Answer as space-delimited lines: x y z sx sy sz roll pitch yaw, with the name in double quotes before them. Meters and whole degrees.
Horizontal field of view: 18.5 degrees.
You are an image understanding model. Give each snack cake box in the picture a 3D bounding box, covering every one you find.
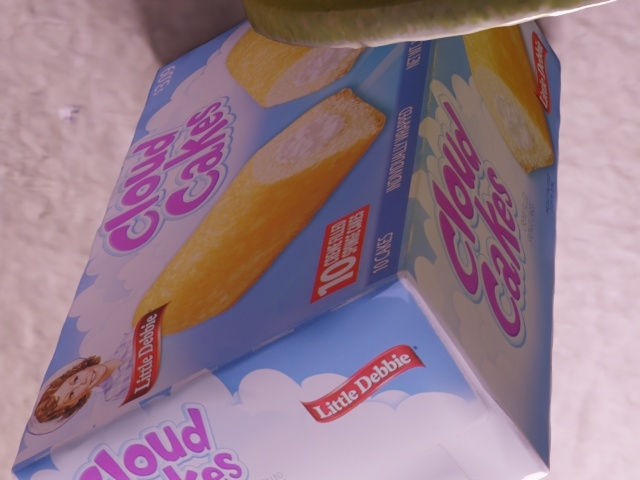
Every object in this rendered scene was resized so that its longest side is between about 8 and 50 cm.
"snack cake box" 0.000 0.000 0.703 0.152 0.264 0.089 -26 117 22

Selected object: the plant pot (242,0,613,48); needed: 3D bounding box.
"plant pot" 0.065 -0.226 0.566 0.276 0.276 0.254 -15 110 16
